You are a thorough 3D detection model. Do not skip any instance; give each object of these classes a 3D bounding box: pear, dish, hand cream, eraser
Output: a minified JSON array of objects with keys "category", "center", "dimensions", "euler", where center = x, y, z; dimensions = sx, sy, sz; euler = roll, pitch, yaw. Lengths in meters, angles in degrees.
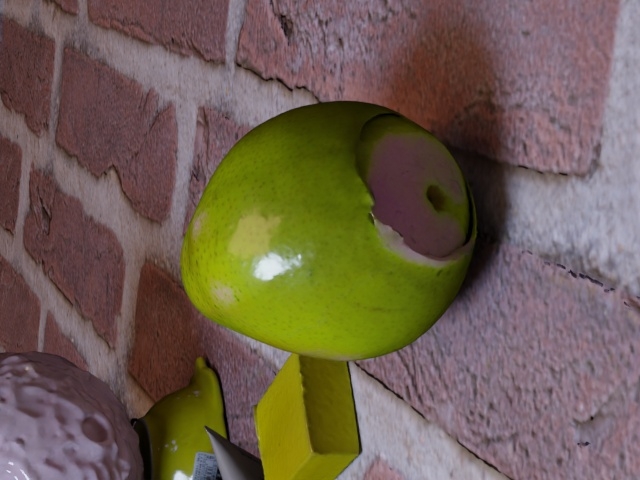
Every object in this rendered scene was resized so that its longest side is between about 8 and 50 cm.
[{"category":"pear","center":[0.000,0.000,1.077],"dimensions":[0.220,0.187,0.187],"euler":[-33,56,47]},{"category":"dish","center":[-0.150,0.221,1.590],"dimensions":[0.149,0.080,0.207],"euler":[146,122,-63]},{"category":"hand cream","center":[-0.046,0.237,1.342],"dimensions":[0.054,0.087,0.186],"euler":[-43,40,12]},{"category":"eraser","center":[-0.014,0.154,1.294],"dimensions":[0.122,0.045,0.097],"euler":[126,141,-55]}]

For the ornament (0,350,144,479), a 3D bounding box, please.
[{"category":"ornament","center":[-0.289,0.234,1.527],"dimensions":[0.259,0.225,0.259],"euler":[-8,81,63]}]
